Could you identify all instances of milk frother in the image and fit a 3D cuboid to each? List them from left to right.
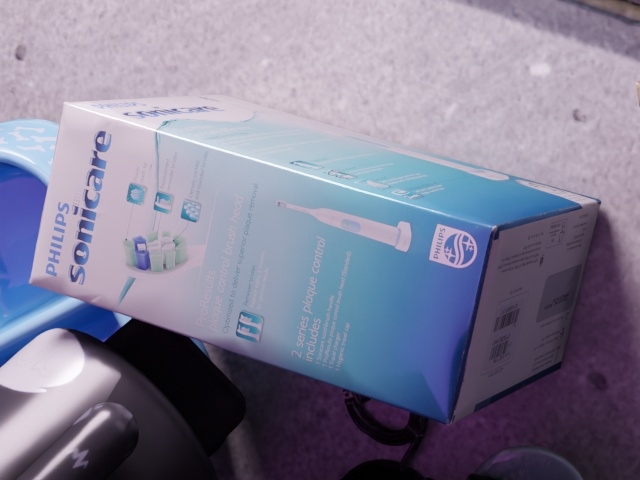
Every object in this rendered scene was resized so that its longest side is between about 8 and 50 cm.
[{"bbox_3d":[0.019,0.163,1.301,0.129,0.135,0.143,-36,81,23],"label":"milk frother"}]

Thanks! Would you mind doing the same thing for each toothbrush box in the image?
[{"bbox_3d":[0.000,0.000,1.247,0.296,0.216,0.126,18,103,21],"label":"toothbrush box"}]

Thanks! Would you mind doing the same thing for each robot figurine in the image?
[{"bbox_3d":[-0.175,0.171,1.246,0.174,0.278,0.209,25,146,38],"label":"robot figurine"}]

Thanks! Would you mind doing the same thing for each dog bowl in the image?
[{"bbox_3d":[-0.193,0.057,1.400,0.166,0.074,0.297,-27,90,16],"label":"dog bowl"}]

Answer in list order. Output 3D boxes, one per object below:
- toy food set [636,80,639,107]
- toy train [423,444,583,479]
[{"bbox_3d":[0.262,-0.082,1.226,0.122,0.019,0.078,-18,88,25],"label":"toy food set"},{"bbox_3d":[0.193,0.254,1.191,0.334,0.142,0.190,17,105,-5],"label":"toy train"}]
